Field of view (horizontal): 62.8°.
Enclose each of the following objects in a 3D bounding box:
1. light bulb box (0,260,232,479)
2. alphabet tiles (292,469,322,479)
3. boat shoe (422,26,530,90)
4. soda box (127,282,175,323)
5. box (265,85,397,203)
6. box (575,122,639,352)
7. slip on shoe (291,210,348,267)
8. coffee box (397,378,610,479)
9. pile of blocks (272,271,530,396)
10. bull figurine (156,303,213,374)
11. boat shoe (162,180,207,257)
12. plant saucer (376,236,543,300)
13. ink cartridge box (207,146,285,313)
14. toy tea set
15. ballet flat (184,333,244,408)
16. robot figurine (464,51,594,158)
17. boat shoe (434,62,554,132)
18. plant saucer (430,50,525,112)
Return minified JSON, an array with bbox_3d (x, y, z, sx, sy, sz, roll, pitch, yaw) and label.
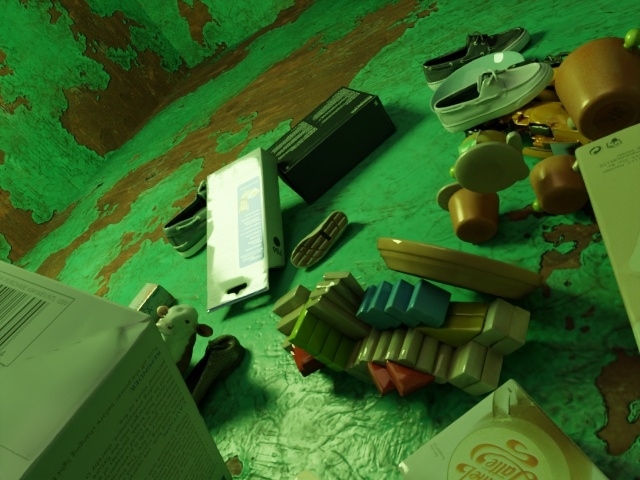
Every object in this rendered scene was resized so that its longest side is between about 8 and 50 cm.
[{"bbox_3d":[-0.335,0.232,0.604,0.357,0.361,0.225,15,47,22],"label":"light bulb box"},{"bbox_3d":[-0.077,0.375,0.534,0.284,0.021,0.278,-47,14,-20],"label":"alphabet tiles"},{"bbox_3d":[0.327,-0.407,1.129,0.228,0.076,0.080,-19,37,31],"label":"boat shoe"},{"bbox_3d":[-0.410,0.182,1.169,0.063,0.058,0.183,0,48,46],"label":"soda box"},{"bbox_3d":[0.015,-0.226,1.202,0.261,0.103,0.184,-40,29,-3],"label":"box"},{"bbox_3d":[0.345,0.029,0.483,0.121,0.148,0.311,-21,34,29],"label":"box"},{"bbox_3d":[0.000,0.000,0.989,0.135,0.051,0.041,-50,-8,-2],"label":"slip on shoe"},{"bbox_3d":[0.186,0.250,0.407,0.141,0.098,0.246,-38,31,2],"label":"coffee box"},{"bbox_3d":[0.063,0.125,0.653,0.362,0.149,0.113,-9,43,40],"label":"pile of blocks"},{"bbox_3d":[-0.292,0.217,0.903,0.188,0.101,0.310,-60,12,-30],"label":"bull figurine"},{"bbox_3d":[-0.278,-0.104,1.357,0.116,0.099,0.319,9,55,52],"label":"boat shoe"},{"bbox_3d":[0.163,0.037,0.640,0.200,0.200,0.037,10,85,52],"label":"plant saucer"},{"bbox_3d":[-0.159,-0.018,1.088,0.165,0.065,0.333,-21,58,28],"label":"ink cartridge box"},{"bbox_3d":[0.290,-0.124,0.691,0.336,0.200,0.124,-23,43,34],"label":"toy tea set"},{"bbox_3d":[-0.223,0.258,0.871,0.250,0.058,0.084,-51,32,-19],"label":"ballet flat"},{"bbox_3d":[0.359,-0.208,0.831,0.211,0.085,0.291,-44,32,-8],"label":"robot figurine"},{"bbox_3d":[0.265,-0.235,0.824,0.184,0.063,0.066,-16,45,43],"label":"boat shoe"},{"bbox_3d":[0.315,-0.301,1.044,0.195,0.037,0.195,-26,34,19],"label":"plant saucer"}]
